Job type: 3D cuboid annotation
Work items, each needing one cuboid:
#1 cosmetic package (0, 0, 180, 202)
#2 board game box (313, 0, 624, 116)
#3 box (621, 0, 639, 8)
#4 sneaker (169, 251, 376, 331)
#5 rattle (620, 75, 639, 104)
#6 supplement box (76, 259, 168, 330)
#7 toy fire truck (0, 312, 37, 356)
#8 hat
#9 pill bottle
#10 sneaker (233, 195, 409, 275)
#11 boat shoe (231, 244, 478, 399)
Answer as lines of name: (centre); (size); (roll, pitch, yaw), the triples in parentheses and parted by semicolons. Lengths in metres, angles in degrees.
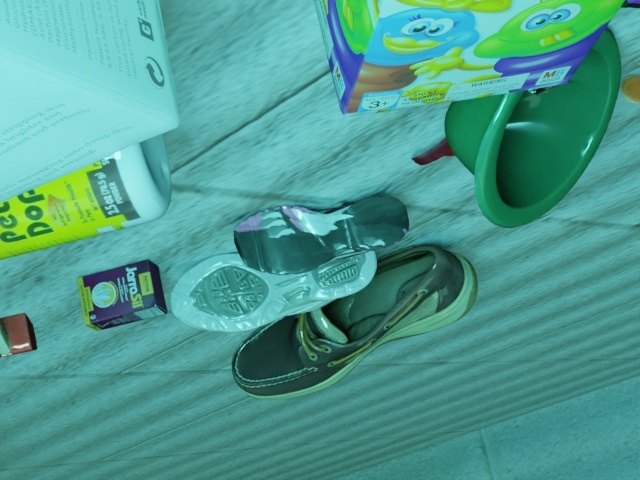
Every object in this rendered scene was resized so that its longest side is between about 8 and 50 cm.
cosmetic package: (-0.261, -0.124, 0.602); (0.217, 0.156, 0.385); (-19, 162, 22)
board game box: (0.081, -0.186, 0.664); (0.144, 0.142, 0.275); (-10, 164, -9)
box: (0.305, -0.212, 0.952); (0.116, 0.029, 0.162); (-3, 163, -34)
sneaker: (-0.052, 0.058, 1.501); (0.232, 0.090, 0.115); (-11, 167, -4)
rattle: (0.377, -0.126, 1.233); (0.142, 0.130, 0.199); (-30, 132, 20)
supplement box: (-0.213, 0.060, 1.437); (0.083, 0.055, 0.043); (-15, 164, 7)
toy fire truck: (-0.280, 0.018, 1.098); (0.047, 0.135, 0.192); (-11, 164, -5)
hat: (0.126, -0.120, 1.140); (0.173, 0.183, 0.208); (-5, 122, -47)
pill bottle: (-0.222, -0.047, 0.951); (0.215, 0.117, 0.117); (-14, 164, 6)
sneaker: (0.000, 0.000, 1.378); (0.178, 0.072, 0.077); (-5, 174, -5)
boat shoe: (0.019, 0.093, 1.637); (0.342, 0.123, 0.123); (-23, 153, 22)
